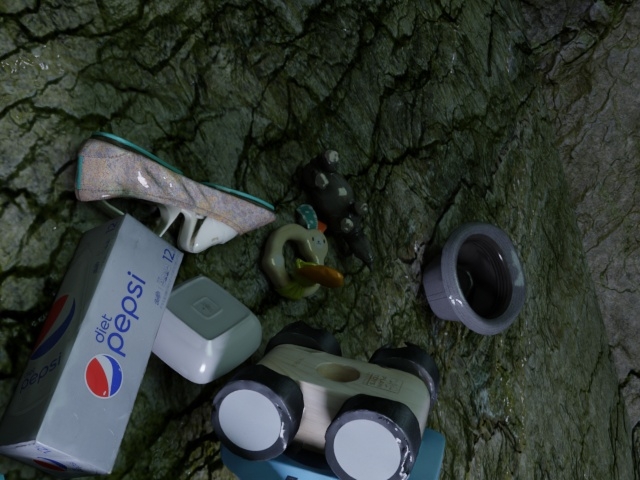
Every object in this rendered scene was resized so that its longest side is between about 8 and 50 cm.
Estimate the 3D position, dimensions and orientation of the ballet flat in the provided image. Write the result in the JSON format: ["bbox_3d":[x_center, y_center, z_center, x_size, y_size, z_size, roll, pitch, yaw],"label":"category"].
[{"bbox_3d":[-0.196,-0.043,0.964,0.316,0.108,0.106,22,77,-40],"label":"ballet flat"}]

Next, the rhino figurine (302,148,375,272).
[{"bbox_3d":[0.043,-0.048,1.265,0.073,0.106,0.243,-31,103,-12],"label":"rhino figurine"}]

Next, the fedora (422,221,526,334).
[{"bbox_3d":[0.320,0.090,1.535,0.275,0.124,0.243,-29,95,-46],"label":"fedora"}]

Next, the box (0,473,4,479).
[{"bbox_3d":[-0.301,0.334,0.588,0.244,0.101,0.060,70,13,16],"label":"box"}]

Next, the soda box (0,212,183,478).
[{"bbox_3d":[-0.255,0.114,0.799,0.098,0.091,0.286,41,45,-36],"label":"soda box"}]

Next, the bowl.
[{"bbox_3d":[-0.153,0.105,0.908,0.142,0.053,0.142,37,35,17],"label":"bowl"}]

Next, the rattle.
[{"bbox_3d":[0.000,0.000,1.154,0.130,0.143,0.199,46,45,-5],"label":"rattle"}]

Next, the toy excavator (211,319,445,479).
[{"bbox_3d":[0.068,0.376,0.934,0.222,0.433,0.444,-39,139,-68],"label":"toy excavator"}]
